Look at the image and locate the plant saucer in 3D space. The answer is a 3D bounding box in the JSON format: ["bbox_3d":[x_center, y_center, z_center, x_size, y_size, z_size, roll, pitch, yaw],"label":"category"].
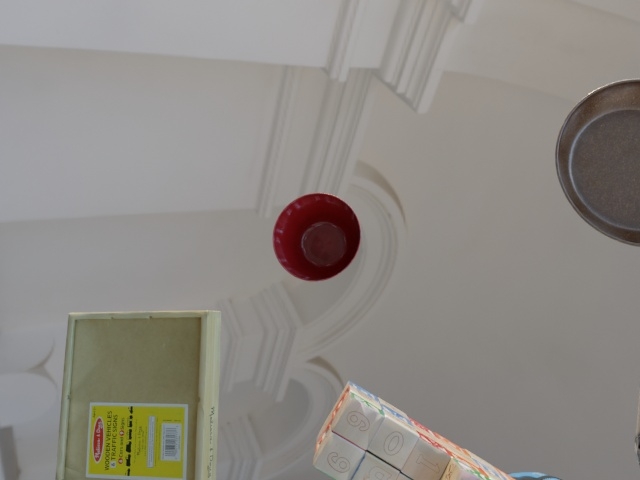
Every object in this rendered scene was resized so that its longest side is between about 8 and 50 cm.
[{"bbox_3d":[0.366,-0.086,0.665,0.036,0.199,0.198,74,5,-79],"label":"plant saucer"}]

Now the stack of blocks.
[{"bbox_3d":[0.140,0.281,0.651,0.087,0.297,0.171,-59,175,-5],"label":"stack of blocks"}]

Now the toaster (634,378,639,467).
[{"bbox_3d":[0.338,0.161,0.465,0.129,0.146,0.227,-16,-64,43],"label":"toaster"}]

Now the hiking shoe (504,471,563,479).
[{"bbox_3d":[0.459,0.480,1.071,0.132,0.304,0.113,-27,122,-75],"label":"hiking shoe"}]

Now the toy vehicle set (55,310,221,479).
[{"bbox_3d":[-0.191,0.207,0.605,0.035,0.166,0.266,35,54,-73],"label":"toy vehicle set"}]

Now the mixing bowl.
[{"bbox_3d":[0.000,0.000,1.202,0.098,0.181,0.181,43,34,-75],"label":"mixing bowl"}]
